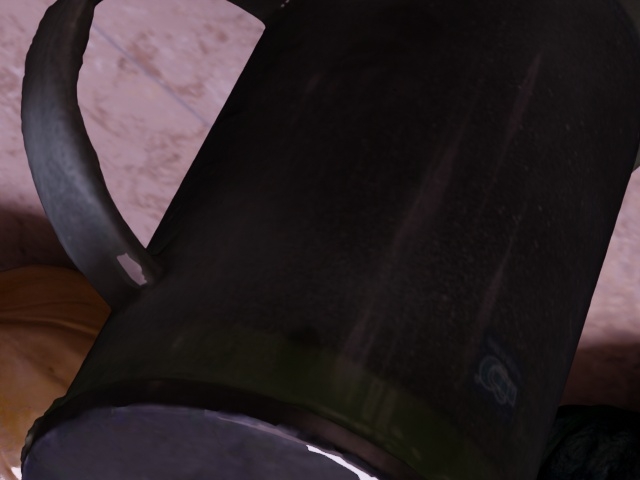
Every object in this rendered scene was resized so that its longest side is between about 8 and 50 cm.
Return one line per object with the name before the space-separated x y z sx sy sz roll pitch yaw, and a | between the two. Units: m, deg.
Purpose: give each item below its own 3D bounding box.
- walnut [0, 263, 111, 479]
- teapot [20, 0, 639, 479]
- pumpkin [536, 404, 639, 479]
walnut | -0.154 0.109 1.077 0.167 0.167 0.207 -1 138 27
teapot | 0.000 0.000 0.729 0.270 0.337 0.200 41 138 -20
pumpkin | 0.176 0.165 0.998 0.202 0.140 0.202 28 162 10
